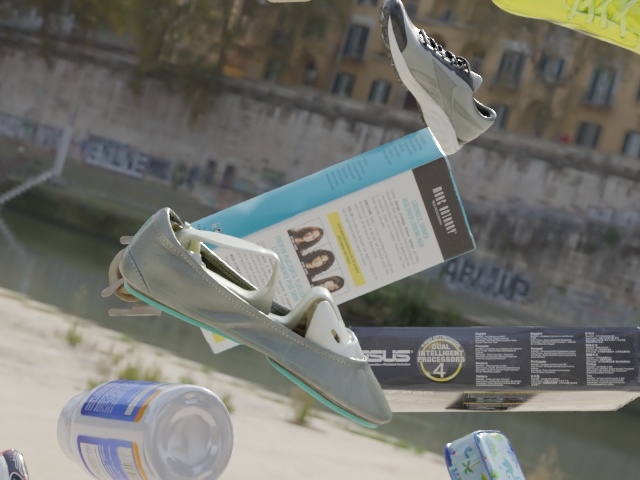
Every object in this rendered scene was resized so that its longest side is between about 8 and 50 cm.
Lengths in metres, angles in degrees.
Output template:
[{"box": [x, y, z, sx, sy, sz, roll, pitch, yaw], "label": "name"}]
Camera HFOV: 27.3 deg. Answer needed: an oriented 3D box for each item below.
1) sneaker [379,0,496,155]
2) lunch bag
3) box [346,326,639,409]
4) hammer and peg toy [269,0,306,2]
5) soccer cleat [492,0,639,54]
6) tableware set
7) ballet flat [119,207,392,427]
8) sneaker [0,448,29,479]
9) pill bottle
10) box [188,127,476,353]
[{"box": [0.168, -0.253, 1.942, 0.271, 0.108, 0.100, 54, 17, -33], "label": "sneaker"}, {"box": [0.309, 0.447, 2.320, 0.090, 0.219, 0.176, -30, -20, 25], "label": "lunch bag"}, {"box": [0.236, 0.186, 1.839, 0.394, 0.097, 0.318, -1, -10, 6], "label": "box"}, {"box": [-0.047, -0.485, 1.684, 0.127, 0.361, 0.266, 1, 9, 24], "label": "hammer and peg toy"}, {"box": [0.295, -0.216, 1.231, 0.289, 0.093, 0.121, 8, 43, -18], "label": "soccer cleat"}, {"box": [-0.207, 0.039, 1.821, 0.194, 0.128, 0.039, -2, -27, 15], "label": "tableware set"}, {"box": [-0.029, 0.049, 0.865, 0.213, 0.068, 0.072, 31, 9, -12], "label": "ballet flat"}, {"box": [-0.309, 0.382, 1.590, 0.299, 0.112, 0.121, 57, -19, 14], "label": "sneaker"}, {"box": [-0.258, 0.274, 1.861, 0.152, 0.152, 0.272, 16, -12, -38], "label": "pill bottle"}, {"box": [0.000, 0.000, 1.119, 0.244, 0.101, 0.060, -22, 32, 1], "label": "box"}]
